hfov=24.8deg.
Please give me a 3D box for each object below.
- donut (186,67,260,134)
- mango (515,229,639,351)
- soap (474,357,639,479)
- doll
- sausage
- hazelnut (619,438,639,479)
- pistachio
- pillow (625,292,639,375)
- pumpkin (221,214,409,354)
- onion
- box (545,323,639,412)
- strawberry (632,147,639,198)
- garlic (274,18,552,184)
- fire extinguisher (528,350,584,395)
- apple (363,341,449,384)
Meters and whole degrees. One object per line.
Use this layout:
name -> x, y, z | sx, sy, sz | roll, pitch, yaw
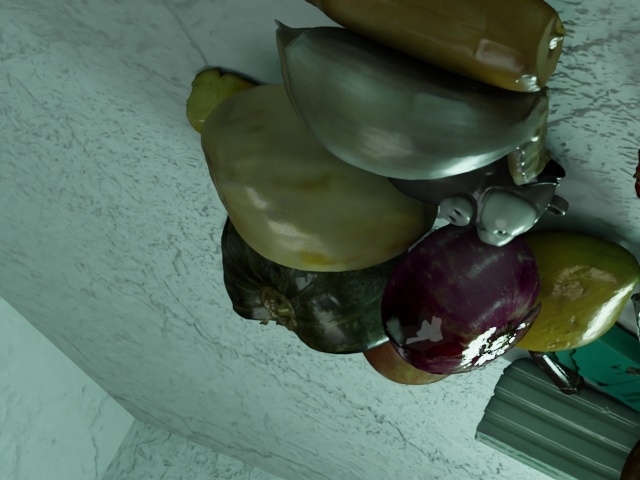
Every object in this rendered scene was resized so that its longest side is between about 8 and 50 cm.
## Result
donut -> -0.106, -0.158, 1.972 | 0.178, 0.065, 0.162 | 21, 160, 19
mango -> 0.305, 0.063, 1.884 | 0.176, 0.119, 0.317 | 40, 154, -7
soap -> 0.390, 0.303, 2.318 | 0.261, 0.150, 0.094 | 26, 166, 9
doll -> 0.169, -0.085, 1.699 | 0.257, 0.117, 0.182 | 30, 164, -1
sausage -> 0.085, -0.239, 1.451 | 0.328, 0.112, 0.112 | 23, 160, 19
hazelnut -> 0.567, 0.376, 2.174 | 0.234, 0.218, 0.218 | 24, 160, 17
pistachio -> -0.008, -0.073, 1.829 | 0.309, 0.230, 0.230 | 17, 162, -9
pillow -> 0.487, 0.139, 1.911 | 0.169, 0.059, 0.255 | 20, 157, 23
pumpkin -> 0.000, 0.000, 2.074 | 0.325, 0.242, 0.232 | 19, 129, 38
onion -> 0.164, 0.075, 1.808 | 0.200, 0.200, 0.207 | 36, 147, -18
box -> 0.423, 0.173, 2.106 | 0.226, 0.042, 0.161 | 32, 160, -10
strawberry -> 0.432, -0.039, 1.535 | 0.167, 0.087, 0.208 | -13, 111, 35
garlic -> 0.090, -0.139, 1.519 | 0.325, 0.132, 0.279 | 13, -171, 4
fire extinguisher -> 0.354, 0.183, 2.221 | 0.158, 0.043, 0.064 | 46, -171, -43
apple -> 0.143, 0.127, 2.177 | 0.181, 0.181, 0.168 | 24, 156, 14
